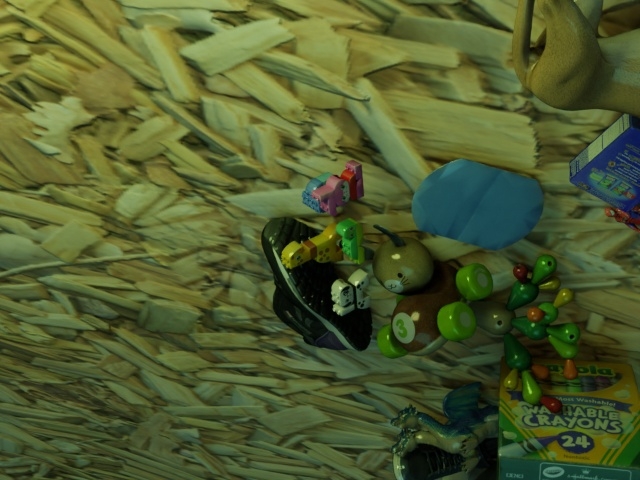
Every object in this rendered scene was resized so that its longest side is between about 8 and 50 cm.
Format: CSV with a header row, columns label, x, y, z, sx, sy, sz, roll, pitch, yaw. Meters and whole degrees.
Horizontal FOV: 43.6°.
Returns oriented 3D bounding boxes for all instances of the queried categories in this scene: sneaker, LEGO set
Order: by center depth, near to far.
label,x,y,z,sx,sy,sz,roll,pitch,yaw
LEGO set,0.000,0.000,1.073,0.087,0.093,0.227,34,140,45
sneaker,-0.036,0.082,1.212,0.124,0.107,0.283,-7,135,31
sneaker,0.242,0.376,1.422,0.163,0.086,0.226,-23,165,36

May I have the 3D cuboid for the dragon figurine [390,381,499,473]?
label,x,y,z,sx,sy,sz,roll,pitch,yaw
dragon figurine,0.260,0.303,1.369,0.289,0.144,0.085,-23,124,-15

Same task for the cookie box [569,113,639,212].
label,x,y,z,sx,sy,sz,roll,pitch,yaw
cookie box,0.367,-0.093,0.952,0.092,0.040,0.107,26,138,-14

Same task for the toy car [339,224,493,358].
label,x,y,z,sx,sy,sz,roll,pitch,yaw
toy car,0.115,0.055,1.122,0.188,0.149,0.155,45,141,-16

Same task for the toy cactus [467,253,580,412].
label,x,y,z,sx,sy,sz,roll,pitch,yaw
toy cactus,0.283,0.127,1.149,0.180,0.112,0.219,12,113,48

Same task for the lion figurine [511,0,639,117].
label,x,y,z,sx,sy,sz,roll,pitch,yaw
lion figurine,0.334,-0.170,0.815,0.392,0.142,0.240,20,137,1

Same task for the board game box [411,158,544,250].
label,x,y,z,sx,sy,sz,roll,pitch,yaw
board game box,0.205,-0.055,1.047,0.169,0.033,0.133,15,134,-9

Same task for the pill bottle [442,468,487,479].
label,x,y,z,sx,sy,sz,roll,pitch,yaw
pill bottle,0.353,0.518,1.575,0.221,0.121,0.121,26,137,-14

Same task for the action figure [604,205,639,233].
label,x,y,z,sx,sy,sz,roll,pitch,yaw
action figure,0.420,-0.024,1.027,0.115,0.030,0.038,16,144,1

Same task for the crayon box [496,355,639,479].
label,x,y,z,sx,sy,sz,roll,pitch,yaw
crayon box,0.367,0.263,1.186,0.203,0.323,0.083,2,110,12

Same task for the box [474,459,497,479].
label,x,y,z,sx,sy,sz,roll,pitch,yaw
box,0.383,0.426,1.366,0.153,0.207,0.108,59,165,-17
